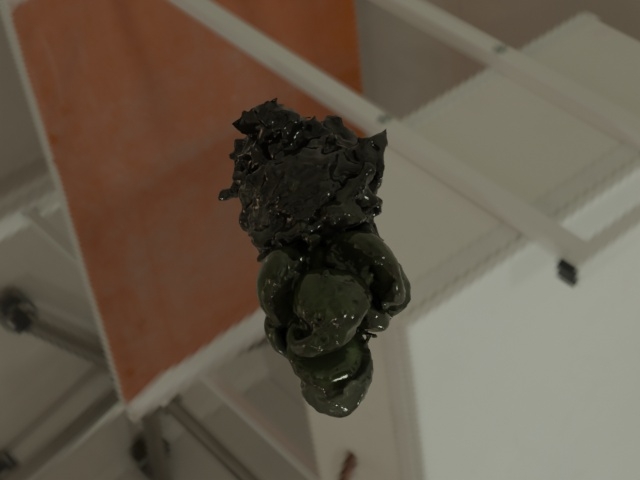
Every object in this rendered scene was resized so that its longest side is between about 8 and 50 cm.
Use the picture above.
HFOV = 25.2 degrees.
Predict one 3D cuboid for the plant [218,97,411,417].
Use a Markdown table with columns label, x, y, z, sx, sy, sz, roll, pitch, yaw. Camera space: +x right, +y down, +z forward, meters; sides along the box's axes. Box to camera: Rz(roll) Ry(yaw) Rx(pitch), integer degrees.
| label | x | y | z | sx | sy | sz | roll | pitch | yaw |
| --- | --- | --- | --- | --- | --- | --- | --- | --- | --- |
| plant | 0.000 | 0.000 | 0.634 | 0.087 | 0.174 | 0.085 | -21 | 131 | 9 |
